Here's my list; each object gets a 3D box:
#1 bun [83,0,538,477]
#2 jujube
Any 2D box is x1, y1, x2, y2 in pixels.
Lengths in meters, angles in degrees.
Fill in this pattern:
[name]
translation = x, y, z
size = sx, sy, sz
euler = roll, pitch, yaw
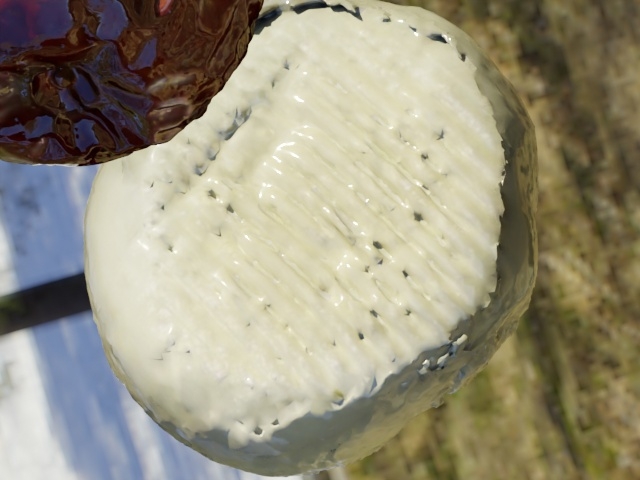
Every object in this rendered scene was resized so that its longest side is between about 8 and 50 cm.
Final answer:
[bun]
translation = 0.000, 0.000, 1.441
size = 0.211, 0.360, 0.359
euler = 66, 179, -68
[jujube]
translation = -0.130, -0.158, 1.078
size = 0.213, 0.213, 0.232
euler = 103, 167, -55
